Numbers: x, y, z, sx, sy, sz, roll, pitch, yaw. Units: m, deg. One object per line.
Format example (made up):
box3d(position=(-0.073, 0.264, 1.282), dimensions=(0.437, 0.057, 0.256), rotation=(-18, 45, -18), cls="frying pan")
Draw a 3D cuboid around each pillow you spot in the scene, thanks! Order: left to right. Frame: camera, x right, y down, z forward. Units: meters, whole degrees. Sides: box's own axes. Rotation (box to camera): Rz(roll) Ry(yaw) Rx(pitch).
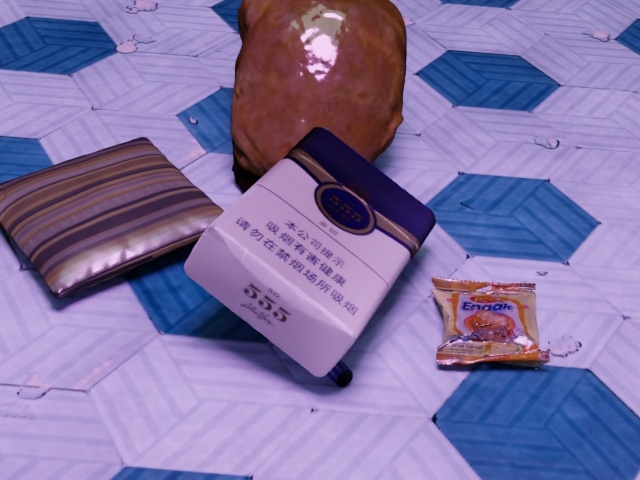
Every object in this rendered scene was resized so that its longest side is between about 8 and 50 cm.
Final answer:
box3d(position=(-0.229, -0.032, 1.138), dimensions=(0.208, 0.052, 0.212), rotation=(-22, 42, -28), cls="pillow")

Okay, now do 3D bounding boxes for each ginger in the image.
box3d(position=(-0.001, -0.189, 1.244), dimensions=(0.200, 0.223, 0.269), rotation=(5, 34, -6), cls="ginger")

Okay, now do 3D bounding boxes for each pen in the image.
box3d(position=(-0.035, 0.074, 1.039), dimensions=(0.025, 0.025, 0.204), rotation=(-20, 44, -30), cls="pen")

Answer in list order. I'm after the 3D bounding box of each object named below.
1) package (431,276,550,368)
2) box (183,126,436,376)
box3d(position=(0.163, 0.079, 1.046), dimensions=(0.108, 0.031, 0.120), rotation=(4, 36, -1), cls="package")
box3d(position=(0.000, 0.000, 1.039), dimensions=(0.168, 0.071, 0.259), rotation=(37, 36, 1), cls="box")
